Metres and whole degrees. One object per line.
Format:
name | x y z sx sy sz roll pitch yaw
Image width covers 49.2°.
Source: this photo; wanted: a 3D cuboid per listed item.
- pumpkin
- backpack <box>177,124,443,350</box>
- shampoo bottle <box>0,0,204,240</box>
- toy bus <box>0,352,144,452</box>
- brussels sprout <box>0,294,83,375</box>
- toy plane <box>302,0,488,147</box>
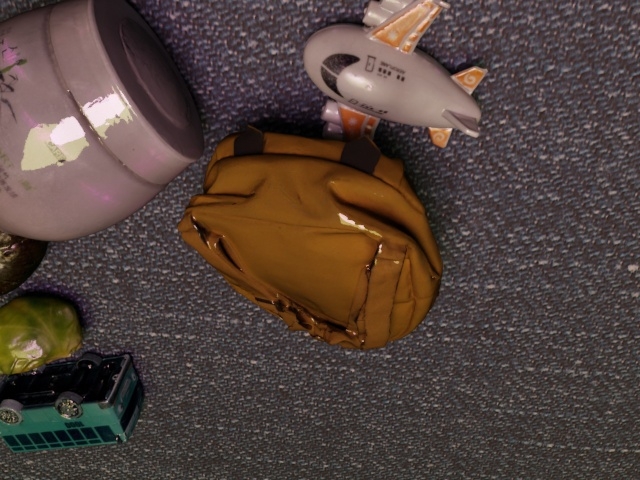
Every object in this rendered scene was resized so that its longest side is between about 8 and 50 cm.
pumpkin | -0.532 -0.015 1.045 0.238 0.159 0.238 1 120 1
backpack | -0.004 0.005 0.956 0.354 0.201 0.378 15 150 18
shampoo bottle | -0.305 -0.149 0.866 0.266 0.273 0.273 -26 118 14
toy bus | -0.455 0.299 1.271 0.256 0.128 0.147 -8 125 13
brussels sprout | -0.487 0.151 1.177 0.149 0.152 0.122 -5 96 38
toy plane | 0.093 -0.199 0.892 0.245 0.117 0.244 2 126 3
